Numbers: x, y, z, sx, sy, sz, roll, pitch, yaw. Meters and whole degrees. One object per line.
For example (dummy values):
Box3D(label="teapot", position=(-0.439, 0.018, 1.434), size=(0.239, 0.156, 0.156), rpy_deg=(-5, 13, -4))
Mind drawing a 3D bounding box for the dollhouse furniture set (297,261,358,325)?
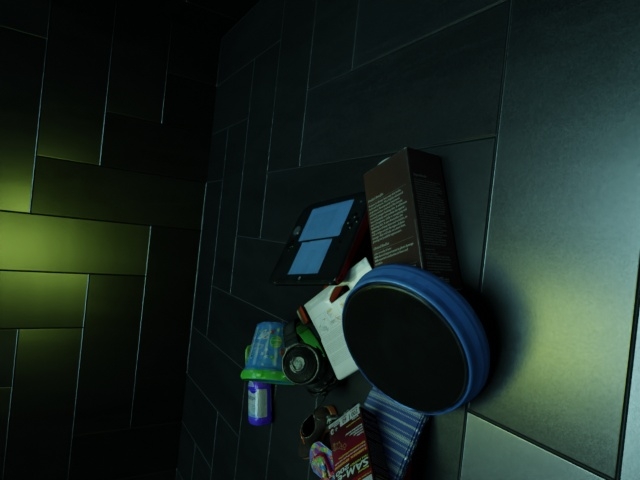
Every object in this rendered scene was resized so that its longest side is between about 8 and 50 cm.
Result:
Box3D(label="dollhouse furniture set", position=(0.035, 0.177, 1.489), size=(0.259, 0.135, 0.262), rpy_deg=(-64, 37, 29))

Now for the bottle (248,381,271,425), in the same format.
Box3D(label="bottle", position=(-0.269, 0.661, 1.941), size=(0.118, 0.092, 0.283), rpy_deg=(-21, 67, 57))

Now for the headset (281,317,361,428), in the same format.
Box3D(label="headset", position=(-0.001, 0.420, 1.444), size=(0.185, 0.243, 0.394), rpy_deg=(-30, 45, 9))

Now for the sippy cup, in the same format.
Box3D(label="sippy cup", position=(-0.182, 0.444, 1.737), size=(0.240, 0.305, 0.224), rpy_deg=(60, -148, -65))

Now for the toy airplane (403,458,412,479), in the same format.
Box3D(label="toy airplane", position=(0.211, 0.656, 1.229), size=(0.151, 0.028, 0.151), rpy_deg=(-11, 77, 57))

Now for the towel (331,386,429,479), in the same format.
Box3D(label="towel", position=(0.157, 0.577, 1.198), size=(0.243, 0.040, 0.336), rpy_deg=(-4, 53, 59))

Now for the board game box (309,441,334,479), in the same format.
Box3D(label="board game box", position=(0.013, 0.765, 1.475), size=(0.168, 0.033, 0.133), rpy_deg=(22, 112, 39))

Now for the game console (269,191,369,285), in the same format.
Box3D(label="game console", position=(0.000, 0.000, 1.481), size=(0.386, 0.060, 0.342), rpy_deg=(-8, 47, 52))

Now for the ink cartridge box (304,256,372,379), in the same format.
Box3D(label="ink cartridge box", position=(0.112, 0.236, 1.319), size=(0.296, 0.066, 0.261), rpy_deg=(-41, 64, 32))

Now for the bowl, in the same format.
Box3D(label="bowl", position=(0.213, 0.251, 1.082), size=(0.391, 0.077, 0.392), rpy_deg=(22, 125, 36))

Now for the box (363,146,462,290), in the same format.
Box3D(label="box", position=(0.240, -0.034, 1.194), size=(0.191, 0.143, 0.382), rpy_deg=(-27, 64, 54))

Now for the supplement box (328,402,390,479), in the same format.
Box3D(label="supplement box", position=(0.100, 0.576, 1.164), size=(0.130, 0.073, 0.239), rpy_deg=(-44, 26, 18))

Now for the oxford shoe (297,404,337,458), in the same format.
Box3D(label="oxford shoe", position=(-0.039, 0.684, 1.560), size=(0.097, 0.098, 0.272), rpy_deg=(55, 130, 47))
